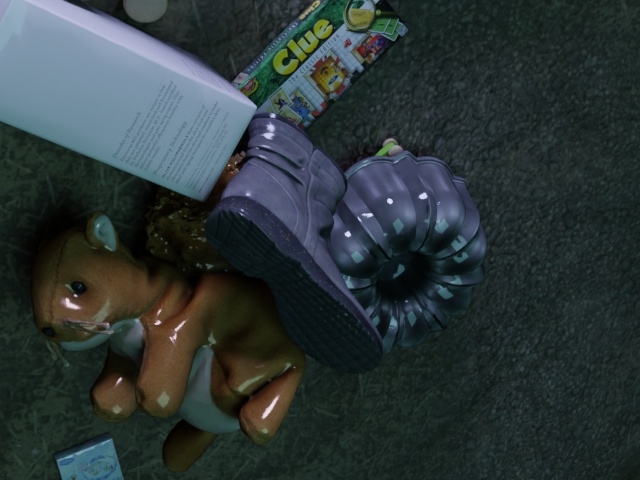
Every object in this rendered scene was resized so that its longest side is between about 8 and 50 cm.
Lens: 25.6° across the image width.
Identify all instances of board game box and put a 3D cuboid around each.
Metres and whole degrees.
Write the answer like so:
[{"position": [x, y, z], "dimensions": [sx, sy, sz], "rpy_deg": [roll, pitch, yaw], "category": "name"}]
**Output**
[{"position": [-0.351, 0.346, 2.140], "dimensions": [0.090, 0.020, 0.090], "rpy_deg": [-20, 124, -17], "category": "board game box"}, {"position": [-0.005, -0.256, 1.996], "dimensions": [0.259, 0.030, 0.136], "rpy_deg": [-45, 125, 0], "category": "board game box"}]

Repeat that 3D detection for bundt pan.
[{"position": [0.113, 0.036, 2.134], "dimensions": [0.331, 0.124, 0.330], "rpy_deg": [-13, 126, -18], "category": "bundt pan"}]

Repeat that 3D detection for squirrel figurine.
[{"position": [-0.205, 0.069, 1.949], "dimensions": [0.370, 0.281, 0.397], "rpy_deg": [37, 64, -17], "category": "squirrel figurine"}]

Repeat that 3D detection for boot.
[{"position": [0.000, 0.000, 1.881], "dimensions": [0.118, 0.222, 0.338], "rpy_deg": [-15, 125, 33], "category": "boot"}]

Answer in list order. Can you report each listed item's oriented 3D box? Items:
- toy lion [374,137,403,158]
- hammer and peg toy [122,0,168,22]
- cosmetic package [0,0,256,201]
[{"position": [0.109, -0.094, 2.146], "dimensions": [0.096, 0.034, 0.100], "rpy_deg": [-46, 128, 10], "category": "toy lion"}, {"position": [-0.150, -0.420, 1.707], "dimensions": [0.361, 0.127, 0.266], "rpy_deg": [-39, 129, 17], "category": "hammer and peg toy"}, {"position": [-0.288, -0.204, 1.761], "dimensions": [0.365, 0.197, 0.155], "rpy_deg": [21, 105, -36], "category": "cosmetic package"}]
